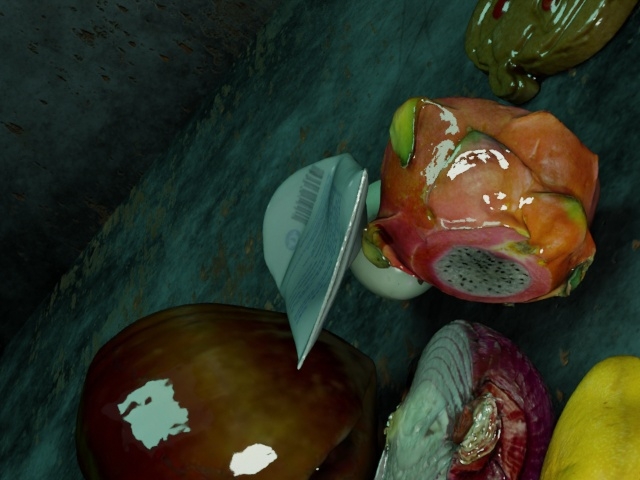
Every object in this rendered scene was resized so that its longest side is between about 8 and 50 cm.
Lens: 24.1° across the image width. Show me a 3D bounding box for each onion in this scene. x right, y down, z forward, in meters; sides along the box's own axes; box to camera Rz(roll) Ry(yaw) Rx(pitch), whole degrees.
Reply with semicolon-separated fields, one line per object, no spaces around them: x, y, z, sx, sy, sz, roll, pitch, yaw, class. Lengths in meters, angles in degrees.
0.175;0.224;1.560;0.349;0.159;0.267;163;128;-79;onion

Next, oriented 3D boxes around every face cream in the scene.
0.000;0.000;1.844;0.420;0.137;0.235;-105;34;-81;face cream

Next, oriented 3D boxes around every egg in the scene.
0.106;0.001;2.071;0.151;0.151;0.209;-44;24;28;egg

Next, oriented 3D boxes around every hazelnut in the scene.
-0.131;0.251;1.923;0.402;0.402;0.429;-55;10;4;hazelnut

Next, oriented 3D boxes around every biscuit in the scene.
0.337;-0.359;2.202;0.394;0.070;0.350;-8;52;62;biscuit

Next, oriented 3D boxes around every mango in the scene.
0.281;0.229;1.451;0.157;0.109;0.262;-51;12;44;mango

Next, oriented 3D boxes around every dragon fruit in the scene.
0.196;-0.027;1.782;0.290;0.291;0.189;-22;44;55;dragon fruit
